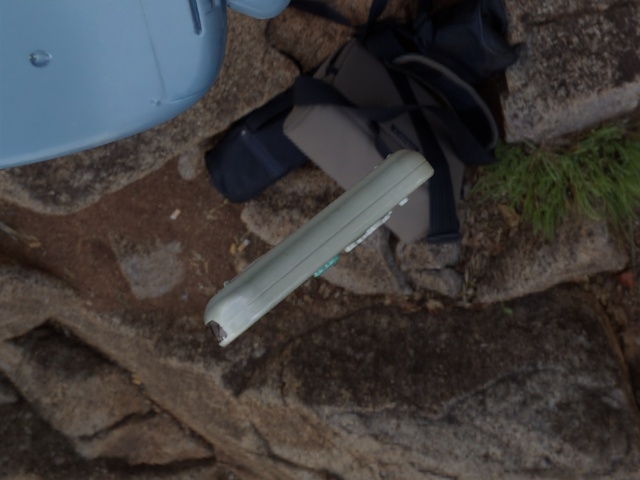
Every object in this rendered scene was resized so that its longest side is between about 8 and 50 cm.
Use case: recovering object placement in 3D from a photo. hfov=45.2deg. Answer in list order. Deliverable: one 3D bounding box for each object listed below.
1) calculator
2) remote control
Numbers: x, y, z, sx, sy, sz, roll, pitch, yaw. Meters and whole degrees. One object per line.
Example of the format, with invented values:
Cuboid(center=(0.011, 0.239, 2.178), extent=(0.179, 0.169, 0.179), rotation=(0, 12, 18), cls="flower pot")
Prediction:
Cuboid(center=(-0.154, -0.127, 0.433), extent=(0.302, 0.042, 0.188), rotation=(-19, 138, -10), cls="calculator")
Cuboid(center=(0.000, 0.000, 0.593), extent=(0.042, 0.221, 0.078), rotation=(52, 161, 1), cls="remote control")
